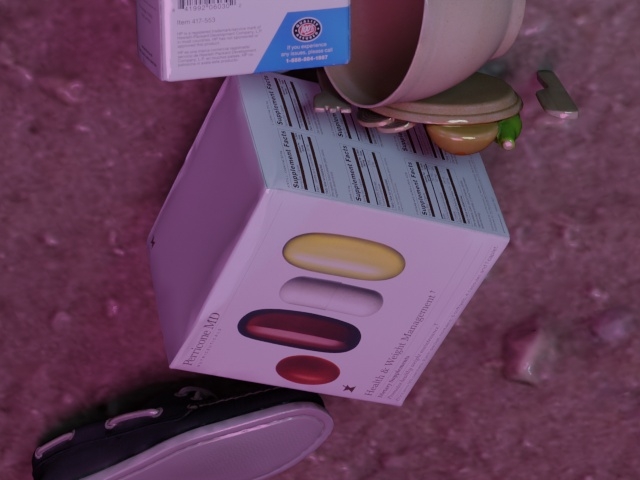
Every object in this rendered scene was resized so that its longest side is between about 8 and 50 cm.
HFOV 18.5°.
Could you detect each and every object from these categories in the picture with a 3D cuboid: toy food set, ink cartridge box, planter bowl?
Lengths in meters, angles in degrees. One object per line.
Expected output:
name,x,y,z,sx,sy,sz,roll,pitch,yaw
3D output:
toy food set,0.089,-0.097,1.473,0.192,0.132,0.039,2,110,-2
ink cartridge box,-0.056,-0.215,1.365,0.139,0.082,0.191,-7,110,-18
planter bowl,0.078,-0.177,1.412,0.109,0.162,0.162,-3,133,-29

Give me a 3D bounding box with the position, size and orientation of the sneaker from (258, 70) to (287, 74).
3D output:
sneaker,-0.042,-0.188,1.466,0.061,0.054,0.152,-13,134,7

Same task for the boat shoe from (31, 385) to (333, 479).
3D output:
boat shoe,-0.131,0.175,1.722,0.302,0.091,0.114,-21,143,16

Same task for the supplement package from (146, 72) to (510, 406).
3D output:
supplement package,0.000,0.000,1.516,0.203,0.149,0.194,11,129,-24
